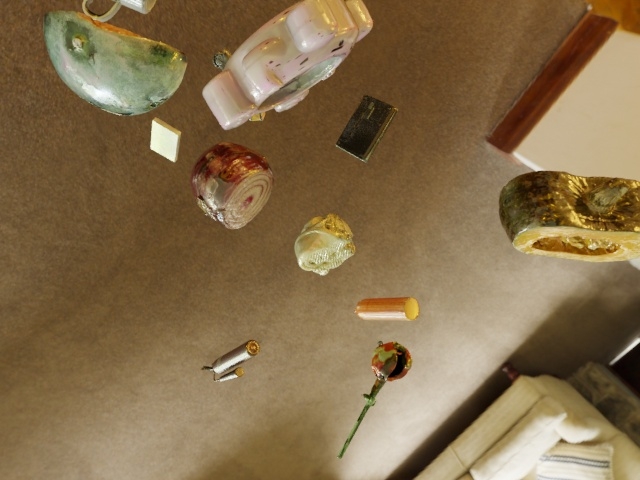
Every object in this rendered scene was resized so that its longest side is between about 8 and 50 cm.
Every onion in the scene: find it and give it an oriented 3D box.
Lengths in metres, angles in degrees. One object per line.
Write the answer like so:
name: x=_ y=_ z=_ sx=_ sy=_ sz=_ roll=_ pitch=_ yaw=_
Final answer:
onion: x=-0.331 y=-0.217 z=1.588 sx=0.282 sy=0.260 sz=0.337 roll=-43 pitch=164 yaw=-12

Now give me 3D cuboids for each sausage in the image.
sausage: x=0.191 y=0.212 z=1.369 sx=0.071 sy=0.234 sz=0.071 roll=7 pitch=78 yaw=-40

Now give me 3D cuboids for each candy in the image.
candy: x=0.068 y=0.222 z=0.610 sx=0.055 sy=0.049 sz=0.185 roll=27 pitch=96 yaw=-4

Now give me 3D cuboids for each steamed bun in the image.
steamed bun: x=0.000 y=0.000 z=1.992 sx=0.280 sy=0.207 sz=0.268 roll=-36 pitch=146 yaw=13

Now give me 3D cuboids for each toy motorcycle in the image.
toy motorcycle: x=-0.293 y=-0.564 z=1.600 sx=0.157 sy=0.091 sz=0.263 roll=-1 pitch=134 yaw=6

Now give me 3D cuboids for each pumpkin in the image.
pumpkin: x=0.549 y=-0.054 z=0.932 sx=0.316 sy=0.139 sz=0.222 roll=10 pitch=159 yaw=2

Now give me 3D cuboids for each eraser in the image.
eraser: x=-0.555 y=-0.357 z=1.580 sx=0.103 sy=0.023 sz=0.150 roll=30 pitch=142 yaw=-4

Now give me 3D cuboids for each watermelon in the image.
watermelon: x=-0.496 y=-0.395 z=1.013 sx=0.321 sy=0.175 sz=0.188 roll=10 pitch=98 yaw=6

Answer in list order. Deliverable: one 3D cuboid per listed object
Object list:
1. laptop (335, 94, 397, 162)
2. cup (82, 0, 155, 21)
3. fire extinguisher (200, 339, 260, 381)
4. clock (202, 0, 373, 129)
laptop: x=0.155 y=-0.385 z=1.512 sx=0.026 sy=0.154 sz=0.207 roll=18 pitch=106 yaw=-53
cup: x=-0.564 y=-0.719 z=1.222 sx=0.201 sy=0.167 sz=0.221 roll=21 pitch=125 yaw=-15
fire extinguisher: x=-0.156 y=0.219 z=0.782 sx=0.035 sy=0.049 sz=0.173 roll=-27 pitch=174 yaw=-44
clock: x=-0.062 y=-0.370 z=0.914 sx=0.322 sy=0.295 sz=0.113 roll=-26 pitch=100 yaw=37
